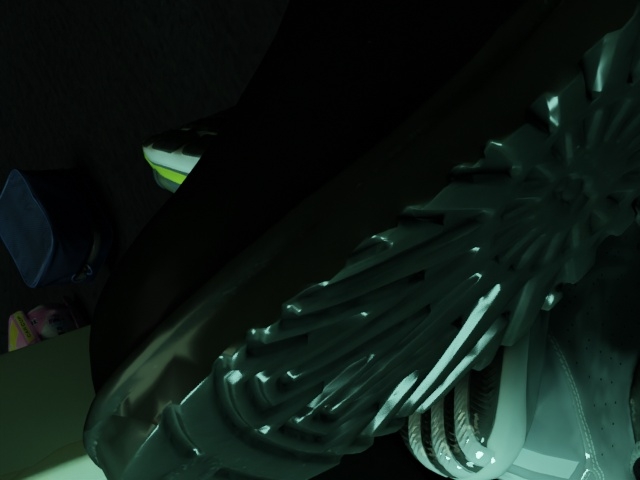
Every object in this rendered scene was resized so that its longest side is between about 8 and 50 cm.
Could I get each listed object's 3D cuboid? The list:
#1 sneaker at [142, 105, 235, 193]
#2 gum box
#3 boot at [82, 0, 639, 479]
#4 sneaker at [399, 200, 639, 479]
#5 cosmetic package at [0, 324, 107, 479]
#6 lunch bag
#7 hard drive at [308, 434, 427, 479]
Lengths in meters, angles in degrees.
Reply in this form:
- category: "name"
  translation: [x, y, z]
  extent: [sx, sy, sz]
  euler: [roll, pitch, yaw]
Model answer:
- category: "sneaker"
  translation: [0.000, 0.000, 0.788]
  extent: [0.300, 0.111, 0.121]
  euler: [30, 135, 55]
- category: "gum box"
  translation: [-0.227, 0.148, 1.329]
  extent: [0.107, 0.062, 0.188]
  euler: [52, 147, 32]
- category: "boot"
  translation: [0.006, -0.099, 0.530]
  extent: [0.260, 0.348, 0.131]
  euler: [47, -179, 31]
- category: "sneaker"
  translation: [0.111, -0.001, 0.609]
  extent: [0.086, 0.132, 0.229]
  euler: [-20, 52, 58]
- category: "cosmetic package"
  translation: [-0.151, 0.151, 0.929]
  extent: [0.113, 0.309, 0.160]
  euler: [45, 143, 42]
- category: "lunch bag"
  translation: [-0.206, -0.009, 1.198]
  extent: [0.098, 0.065, 0.067]
  euler: [58, 134, 27]
- category: "hard drive"
  translation: [0.011, 0.211, 0.769]
  extent: [0.339, 0.064, 0.237]
  euler: [47, 140, 46]
